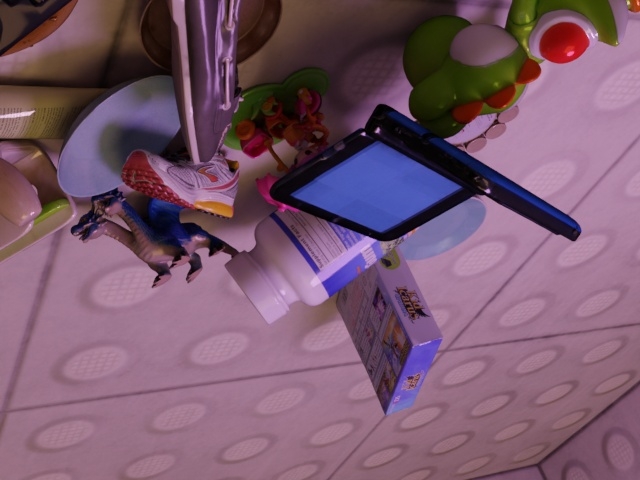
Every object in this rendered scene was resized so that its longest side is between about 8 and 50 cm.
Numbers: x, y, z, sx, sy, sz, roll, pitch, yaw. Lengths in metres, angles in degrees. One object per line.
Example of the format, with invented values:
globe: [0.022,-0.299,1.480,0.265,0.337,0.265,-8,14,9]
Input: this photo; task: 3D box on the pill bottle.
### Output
pill bottle: [0.000,0.000,1.421,0.272,0.152,0.152,-38,151,-5]

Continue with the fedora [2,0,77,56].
fedora: [-0.327,-0.256,0.917,0.194,0.079,0.194,-23,152,-13]

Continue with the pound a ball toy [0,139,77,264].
pound a ball toy: [-0.441,-0.023,1.126,0.319,0.135,0.208,-29,-179,14]

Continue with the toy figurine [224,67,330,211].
toy figurine: [-0.035,-0.116,1.262,0.173,0.159,0.130,-33,149,15]

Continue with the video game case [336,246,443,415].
video game case: [0.113,0.138,1.689,0.061,0.244,0.269,-14,149,-16]

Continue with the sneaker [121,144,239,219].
sneaker: [-0.179,-0.091,1.264,0.225,0.088,0.092,16,90,-68]

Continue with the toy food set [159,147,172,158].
toy food set: [-0.240,-0.099,1.290,0.122,0.019,0.078,-3,145,-31]

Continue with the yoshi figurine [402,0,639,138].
yoshi figurine: [0.243,-0.282,1.225,0.362,0.203,0.203,-38,-177,1]

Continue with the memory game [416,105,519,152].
memory game: [0.221,-0.183,1.477,0.186,0.012,0.186,-17,149,-10]

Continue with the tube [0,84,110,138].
tube: [-0.358,-0.146,1.104,0.240,0.062,0.070,-4,-171,-38]

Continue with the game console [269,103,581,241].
game console: [0.133,-0.035,1.183,0.293,0.250,0.173,18,106,-52]

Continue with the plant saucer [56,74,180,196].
plant saucer: [-0.246,-0.135,1.170,0.195,0.037,0.195,-39,164,-14]

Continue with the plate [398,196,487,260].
plate: [0.204,-0.026,1.708,0.188,0.024,0.188,-17,151,-10]

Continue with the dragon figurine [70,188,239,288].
dragon figurine: [-0.216,-0.017,1.372,0.085,0.144,0.289,-44,163,30]

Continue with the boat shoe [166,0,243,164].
boat shoe: [-0.114,-0.206,1.054,0.096,0.112,0.335,-11,145,-10]

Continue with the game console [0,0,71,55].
game console: [-0.342,-0.302,0.731,0.342,0.060,0.386,-34,135,6]

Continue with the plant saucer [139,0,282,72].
plant saucer: [-0.127,-0.257,1.103,0.168,0.029,0.168,-18,150,-11]
